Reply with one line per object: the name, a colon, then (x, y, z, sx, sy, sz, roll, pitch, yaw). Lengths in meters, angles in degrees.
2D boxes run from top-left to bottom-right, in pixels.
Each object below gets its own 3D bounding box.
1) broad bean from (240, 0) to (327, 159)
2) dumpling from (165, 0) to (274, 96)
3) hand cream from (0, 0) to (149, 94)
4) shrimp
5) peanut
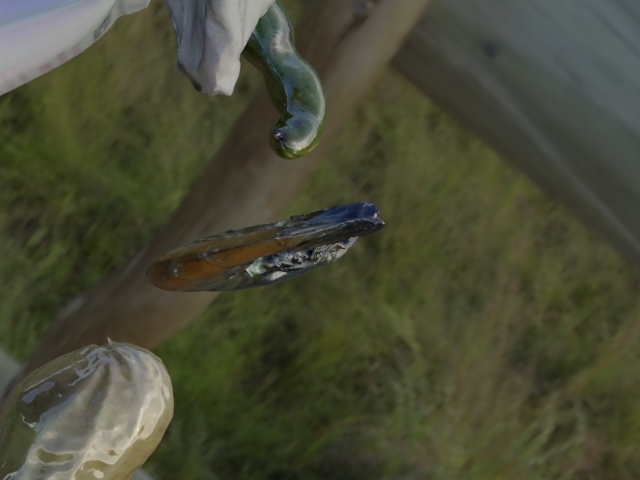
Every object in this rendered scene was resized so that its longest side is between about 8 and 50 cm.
broad bean: (-0.042, -0.154, 1.480, 0.070, 0.048, 0.213, 16, 49, -51)
dumpling: (0.004, -0.261, 0.975, 0.181, 0.260, 0.341, 40, 66, 15)
hand cream: (-0.275, -0.104, 1.155, 0.359, 0.185, 0.118, -17, 92, -6)
shrimp: (0.000, 0.000, 1.476, 0.262, 0.198, 0.051, -9, 87, -48)
peanut: (-0.180, 0.153, 1.243, 0.090, 0.214, 0.098, 30, -12, 32)
